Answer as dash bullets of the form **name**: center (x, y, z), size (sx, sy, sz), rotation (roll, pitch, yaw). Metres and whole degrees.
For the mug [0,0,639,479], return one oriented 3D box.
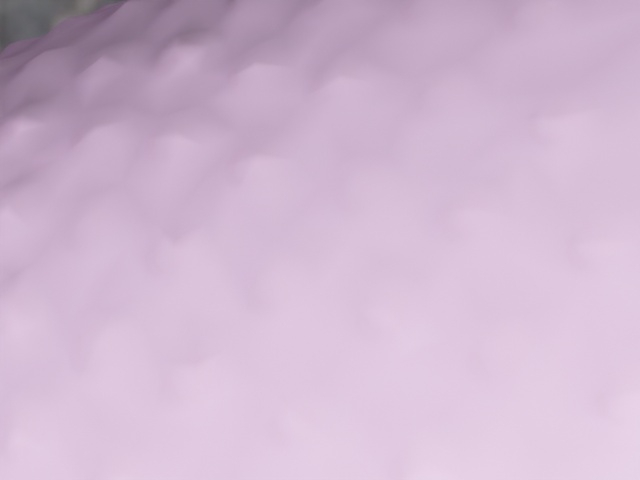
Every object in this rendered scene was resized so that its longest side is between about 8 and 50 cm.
- **mug**: center (-0.006, 0.117, 0.425), size (0.328, 0.276, 0.374), rotation (-17, 58, 13)
